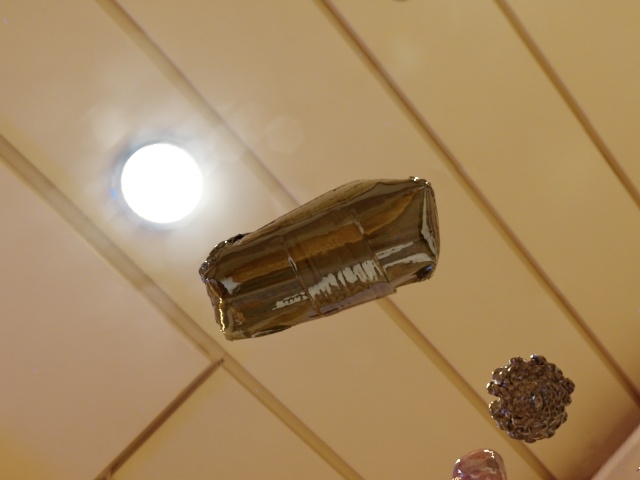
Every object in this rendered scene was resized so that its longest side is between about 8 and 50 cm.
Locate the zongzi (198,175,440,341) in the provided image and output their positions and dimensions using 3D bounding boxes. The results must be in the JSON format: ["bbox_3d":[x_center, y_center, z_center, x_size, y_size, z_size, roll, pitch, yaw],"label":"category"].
[{"bbox_3d":[0.000,0.000,0.714,0.286,0.300,0.139,-20,-74,4],"label":"zongzi"}]

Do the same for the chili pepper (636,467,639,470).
[{"bbox_3d":[0.820,0.507,1.275,0.045,0.027,0.178,29,-53,-2],"label":"chili pepper"}]

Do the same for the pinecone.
[{"bbox_3d":[0.445,0.339,1.155,0.179,0.150,0.195,-24,-58,-4],"label":"pinecone"}]

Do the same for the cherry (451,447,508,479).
[{"bbox_3d":[0.364,0.515,1.201,0.126,0.106,0.087,5,-77,-20],"label":"cherry"}]
